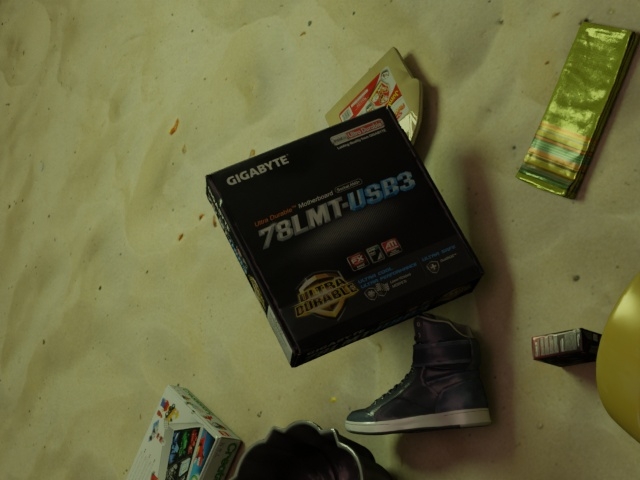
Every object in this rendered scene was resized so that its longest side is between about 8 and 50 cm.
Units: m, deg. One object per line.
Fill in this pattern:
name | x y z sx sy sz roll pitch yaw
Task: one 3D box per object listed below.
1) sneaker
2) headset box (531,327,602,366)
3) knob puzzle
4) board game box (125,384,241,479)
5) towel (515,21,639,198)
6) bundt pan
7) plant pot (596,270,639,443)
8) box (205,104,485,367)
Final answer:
sneaker | 0.127 0.188 1.582 0.226 0.086 0.163 -14 78 34
headset box | 0.312 0.136 1.431 0.083 0.062 0.032 -18 64 41
knob puzzle | 0.099 -0.182 1.792 0.213 0.030 0.213 -19 63 42
board game box | -0.261 0.428 1.952 0.193 0.053 0.305 33 102 48
towel | 0.345 -0.179 1.534 0.102 0.021 0.237 26 96 47
bundt pan | -0.006 0.429 1.619 0.331 0.124 0.330 -20 60 40
plant pot | 0.445 0.145 1.120 0.254 0.254 0.239 -62 35 11
box | 0.030 -0.012 1.581 0.293 0.296 0.073 63 164 17
